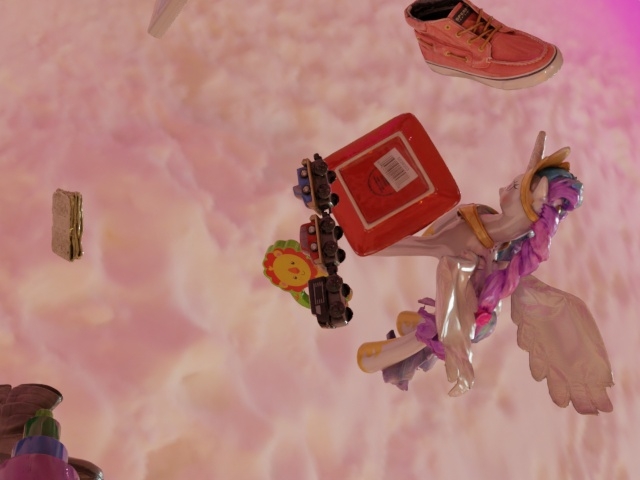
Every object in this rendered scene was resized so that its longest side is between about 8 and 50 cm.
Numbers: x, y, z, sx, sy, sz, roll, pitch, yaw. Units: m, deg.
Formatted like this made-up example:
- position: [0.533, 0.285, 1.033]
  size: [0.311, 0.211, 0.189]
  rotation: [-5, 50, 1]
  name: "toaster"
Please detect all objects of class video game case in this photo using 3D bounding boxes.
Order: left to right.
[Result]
- position: [-0.146, -0.379, 1.618]
  size: [0.023, 0.212, 0.193]
  rotation: [23, 52, -21]
  name: "video game case"

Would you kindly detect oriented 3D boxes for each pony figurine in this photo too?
- position: [0.200, 0.068, 1.713]
  size: [0.302, 0.363, 0.351]
  rotation: [17, 61, -36]
  name: "pony figurine"

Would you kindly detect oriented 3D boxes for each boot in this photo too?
- position: [-0.523, 0.357, 2.420]
  size: [0.223, 0.338, 0.118]
  rotation: [-66, 156, -45]
  name: "boot"

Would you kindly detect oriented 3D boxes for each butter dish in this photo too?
- position: [0.097, -0.058, 1.741]
  size: [0.160, 0.159, 0.118]
  rotation: [62, 5, 27]
  name: "butter dish"

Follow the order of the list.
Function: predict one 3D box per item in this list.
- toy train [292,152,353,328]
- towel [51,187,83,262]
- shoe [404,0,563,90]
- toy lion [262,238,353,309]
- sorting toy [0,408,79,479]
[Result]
- position: [0.000, 0.000, 1.100]
  size: [0.027, 0.036, 0.158]
  rotation: [41, 38, -59]
  name: "toy train"
- position: [-0.389, -0.024, 2.027]
  size: [0.027, 0.148, 0.110]
  rotation: [1, 94, -24]
  name: "towel"
- position: [0.166, -0.211, 1.375]
  size: [0.063, 0.178, 0.081]
  rotation: [-54, 132, -20]
  name: "shoe"
- position: [-0.018, 0.041, 1.531]
  size: [0.034, 0.096, 0.100]
  rotation: [-69, 151, -48]
  name: "toy lion"
- position: [-0.102, 0.235, 1.068]
  size: [0.365, 0.127, 0.126]
  rotation: [33, 29, -28]
  name: "sorting toy"
